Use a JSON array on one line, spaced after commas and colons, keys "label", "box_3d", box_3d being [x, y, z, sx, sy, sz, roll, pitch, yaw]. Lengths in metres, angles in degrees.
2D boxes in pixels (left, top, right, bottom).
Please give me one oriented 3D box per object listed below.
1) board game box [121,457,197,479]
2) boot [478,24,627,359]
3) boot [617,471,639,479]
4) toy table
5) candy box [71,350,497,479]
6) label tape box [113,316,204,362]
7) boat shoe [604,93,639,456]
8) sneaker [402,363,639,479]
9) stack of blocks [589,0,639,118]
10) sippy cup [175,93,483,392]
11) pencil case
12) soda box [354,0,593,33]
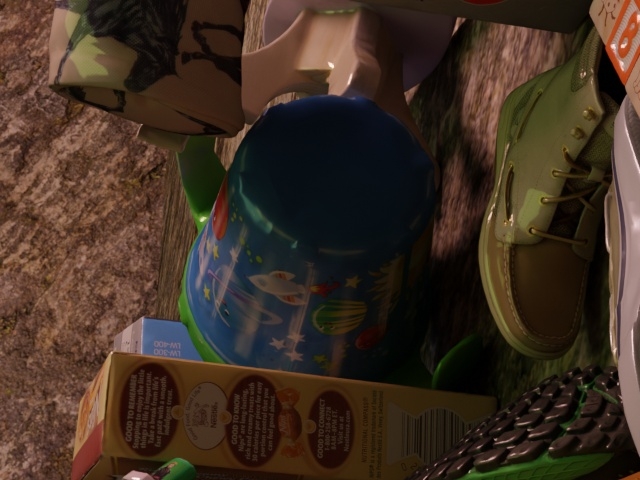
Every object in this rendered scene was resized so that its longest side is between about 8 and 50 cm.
[{"label": "board game box", "box_3d": [-0.035, 0.396, 1.075, 0.390, 0.050, 0.390, 42, 139, 17]}, {"label": "boot", "box_3d": [0.174, -0.038, 0.936, 0.165, 0.077, 0.213, 136, 143, -65]}, {"label": "boot", "box_3d": [0.105, 0.262, 0.800, 0.104, 0.211, 0.295, 49, 140, 38]}, {"label": "toy table", "box_3d": [0.015, -0.156, 1.334, 0.274, 0.252, 0.161, 110, 178, -65]}, {"label": "candy box", "box_3d": [-0.034, 0.169, 1.146, 0.183, 0.316, 0.088, 131, 145, -64]}, {"label": "label tape box", "box_3d": [-0.078, 0.148, 1.463, 0.347, 0.249, 0.115, 145, 130, -71]}, {"label": "boat shoe", "box_3d": [0.208, 0.040, 0.754, 0.094, 0.109, 0.302, 90, -176, -47]}, {"label": "sneaker", "box_3d": [0.129, 0.199, 0.945, 0.146, 0.134, 0.343, 50, 139, 8]}, {"label": "stack of blocks", "box_3d": [0.239, -0.104, 0.690, 0.297, 0.087, 0.171, -100, 23, -50]}, {"label": "sippy cup", "box_3d": [0.000, 0.000, 1.209, 0.224, 0.305, 0.240, 104, 179, -58]}, {"label": "pencil case", "box_3d": [-0.113, -0.281, 1.112, 0.183, 0.160, 0.410, 12, -94, -77]}, {"label": "soda box", "box_3d": [0.070, -0.228, 1.010, 0.098, 0.286, 0.091, 127, 146, -63]}]
